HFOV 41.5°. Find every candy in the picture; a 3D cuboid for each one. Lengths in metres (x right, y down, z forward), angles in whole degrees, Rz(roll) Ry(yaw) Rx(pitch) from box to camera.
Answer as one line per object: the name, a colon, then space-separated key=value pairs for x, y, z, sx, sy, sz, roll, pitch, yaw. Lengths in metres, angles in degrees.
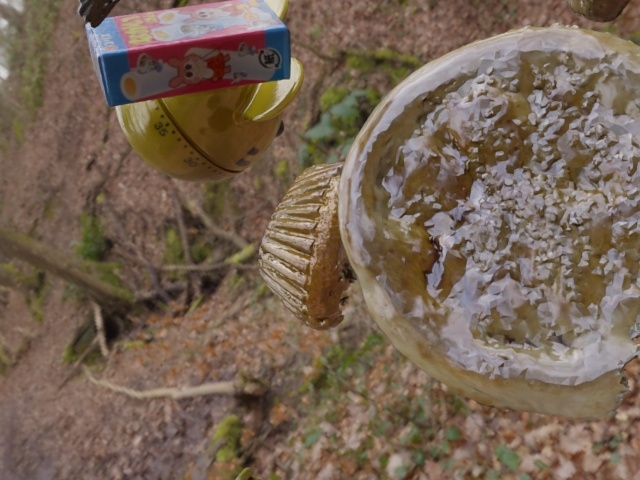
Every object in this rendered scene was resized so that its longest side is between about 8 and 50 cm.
candy: x=-0.215 y=-0.311 z=1.379 sx=0.157 sy=0.305 sz=0.100 roll=-122 pitch=26 yaw=-49

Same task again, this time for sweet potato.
sweet potato: x=0.374 y=-0.342 z=1.157 sx=0.062 sy=0.081 sz=0.233 roll=-8 pitch=22 yaw=6

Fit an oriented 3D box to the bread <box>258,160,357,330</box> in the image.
bread: x=0.000 y=0.000 z=1.301 sx=0.274 sy=0.149 sz=0.274 roll=12 pitch=-90 yaw=-79

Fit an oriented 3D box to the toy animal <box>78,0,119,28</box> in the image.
toy animal: x=-0.237 y=-0.384 z=0.979 sx=0.160 sy=0.197 sz=0.273 roll=-98 pitch=1 yaw=-64

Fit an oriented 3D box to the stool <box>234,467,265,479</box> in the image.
stool: x=-0.080 y=0.375 z=1.116 sx=0.134 sy=0.110 sz=0.135 roll=-56 pitch=-13 yaw=-22

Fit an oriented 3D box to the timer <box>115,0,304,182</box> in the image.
timer: x=-0.200 y=-0.299 z=1.658 sx=0.387 sy=0.376 sz=0.376 roll=-29 pitch=14 yaw=17

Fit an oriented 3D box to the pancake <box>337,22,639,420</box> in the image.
pancake: x=0.205 y=-0.025 z=0.774 sx=0.382 sy=0.382 sz=0.071 roll=-51 pitch=-23 yaw=3
